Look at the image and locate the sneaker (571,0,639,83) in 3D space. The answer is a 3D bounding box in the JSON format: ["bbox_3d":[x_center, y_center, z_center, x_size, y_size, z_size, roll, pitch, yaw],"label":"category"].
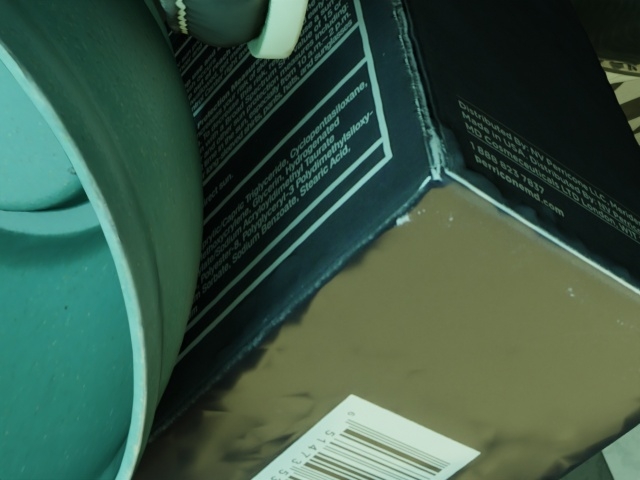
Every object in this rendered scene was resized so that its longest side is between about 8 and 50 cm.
[{"bbox_3d":[0.147,-0.169,0.875,0.447,0.169,0.257,-14,-179,-5],"label":"sneaker"}]

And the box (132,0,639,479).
[{"bbox_3d":[0.000,0.000,0.592,0.183,0.294,0.296,28,124,-30],"label":"box"}]

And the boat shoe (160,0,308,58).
[{"bbox_3d":[-0.061,-0.147,0.264,0.113,0.127,0.340,-9,163,-3],"label":"boat shoe"}]

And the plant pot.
[{"bbox_3d":[-0.167,-0.031,0.454,0.293,0.293,0.196,-27,-162,28],"label":"plant pot"}]
